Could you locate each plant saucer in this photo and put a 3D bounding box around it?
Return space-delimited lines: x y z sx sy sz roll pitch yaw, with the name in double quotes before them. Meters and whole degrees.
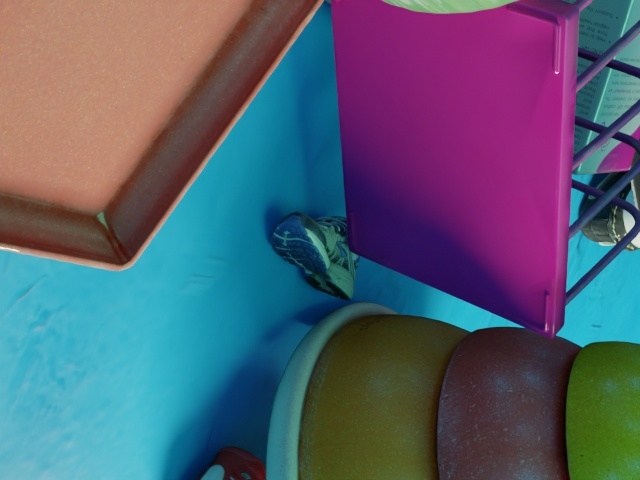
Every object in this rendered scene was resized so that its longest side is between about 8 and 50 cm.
"plant saucer" -0.146 -0.107 0.932 0.258 0.048 0.259 -53 148 15

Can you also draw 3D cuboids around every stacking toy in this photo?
"stacking toy" 0.225 0.195 1.237 0.350 0.480 0.351 27 57 -53

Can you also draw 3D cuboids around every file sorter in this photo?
"file sorter" 0.148 -0.115 1.164 0.182 0.202 0.291 -40 140 -36

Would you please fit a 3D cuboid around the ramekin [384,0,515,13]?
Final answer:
"ramekin" 0.079 -0.296 0.953 0.303 0.303 0.148 -65 154 0

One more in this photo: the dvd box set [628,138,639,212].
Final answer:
"dvd box set" 0.478 -0.185 1.690 0.420 0.062 0.308 -31 113 -41

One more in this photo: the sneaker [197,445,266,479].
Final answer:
"sneaker" -0.022 0.278 1.337 0.279 0.107 0.118 51 58 -44

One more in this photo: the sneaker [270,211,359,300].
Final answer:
"sneaker" 0.000 0.000 1.260 0.058 0.052 0.135 -66 155 -16

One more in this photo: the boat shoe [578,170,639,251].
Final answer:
"boat shoe" 0.415 -0.071 1.741 0.302 0.091 0.114 -21 106 -44

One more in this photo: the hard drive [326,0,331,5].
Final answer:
"hard drive" 0.132 -0.253 1.271 0.353 0.047 0.233 27 89 -57

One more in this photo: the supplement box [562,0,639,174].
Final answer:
"supplement box" 0.243 -0.179 1.328 0.111 0.114 0.220 -6 115 -54
